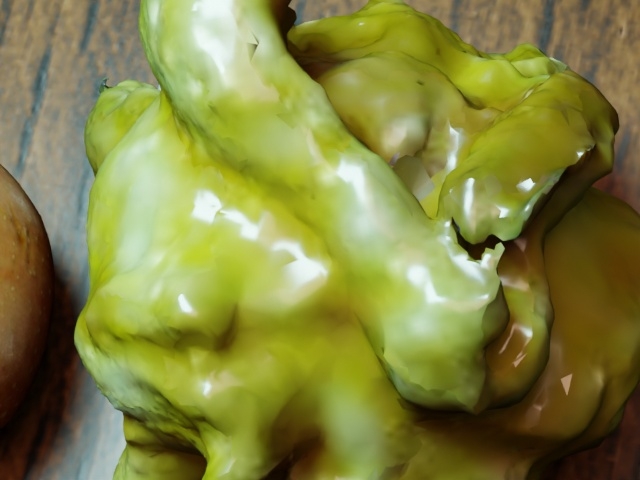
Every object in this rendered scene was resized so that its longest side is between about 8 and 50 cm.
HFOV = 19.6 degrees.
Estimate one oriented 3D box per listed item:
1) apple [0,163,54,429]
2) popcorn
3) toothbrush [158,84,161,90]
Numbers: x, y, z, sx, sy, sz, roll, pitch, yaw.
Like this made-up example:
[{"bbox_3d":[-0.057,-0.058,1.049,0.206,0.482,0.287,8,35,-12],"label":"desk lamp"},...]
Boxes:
[{"bbox_3d":[-0.242,0.028,0.983,0.201,0.162,0.201,-3,67,7],"label":"apple"},{"bbox_3d":[0.004,0.006,0.904,0.325,0.321,0.290,12,87,29],"label":"popcorn"},{"bbox_3d":[-0.084,-0.201,1.120,0.042,0.040,0.418,-8,62,25],"label":"toothbrush"}]
